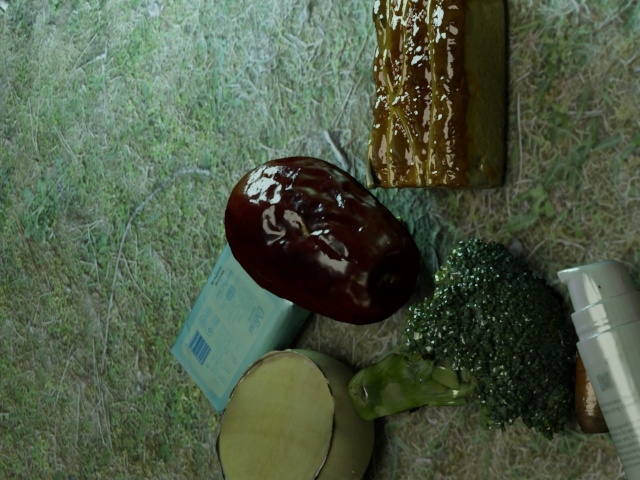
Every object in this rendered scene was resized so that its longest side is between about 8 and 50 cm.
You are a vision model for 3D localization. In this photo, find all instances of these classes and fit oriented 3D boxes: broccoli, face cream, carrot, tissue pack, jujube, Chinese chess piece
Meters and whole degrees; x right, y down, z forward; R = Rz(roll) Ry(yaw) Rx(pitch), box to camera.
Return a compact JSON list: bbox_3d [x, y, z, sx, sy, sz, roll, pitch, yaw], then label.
[{"bbox_3d":[0.160,0.143,1.685,0.361,0.221,0.252,-6,121,46],"label":"broccoli"},{"bbox_3d":[0.378,0.186,1.485,0.102,0.102,0.345,-27,77,42],"label":"face cream"},{"bbox_3d":[0.345,0.148,1.571,0.060,0.060,0.186,-3,85,46],"label":"carrot"},{"bbox_3d":[-0.122,0.133,2.022,0.177,0.089,0.263,47,122,28],"label":"tissue pack"},{"bbox_3d":[0.000,0.000,1.807,0.318,0.223,0.223,31,111,46],"label":"jujube"},{"bbox_3d":[-0.039,0.290,1.889,0.257,0.104,0.257,-18,63,39],"label":"Chinese chess piece"}]

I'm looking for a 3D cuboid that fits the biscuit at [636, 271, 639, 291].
[{"bbox_3d":[0.472,0.033,1.439,0.250,0.032,0.133,7,108,44],"label":"biscuit"}]

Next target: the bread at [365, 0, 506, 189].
[{"bbox_3d":[0.156,-0.206,1.735,0.184,0.114,0.275,1,88,45],"label":"bread"}]

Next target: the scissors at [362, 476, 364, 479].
[{"bbox_3d":[-0.039,0.505,1.976,0.192,0.029,0.447,22,104,43],"label":"scissors"}]

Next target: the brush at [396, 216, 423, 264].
[{"bbox_3d":[0.123,0.001,1.828,0.019,0.021,0.083,-43,59,43],"label":"brush"}]
